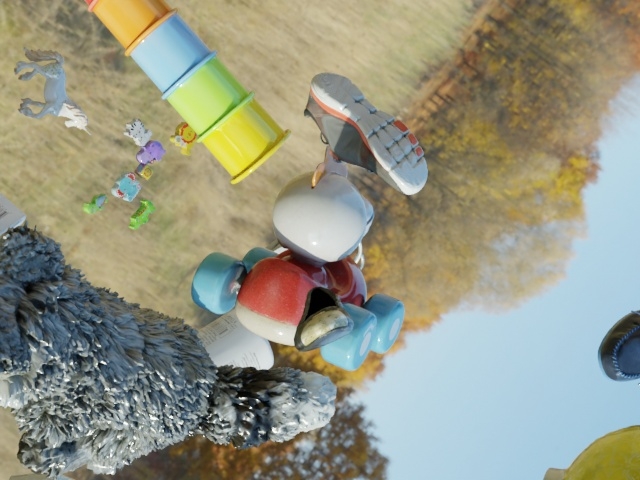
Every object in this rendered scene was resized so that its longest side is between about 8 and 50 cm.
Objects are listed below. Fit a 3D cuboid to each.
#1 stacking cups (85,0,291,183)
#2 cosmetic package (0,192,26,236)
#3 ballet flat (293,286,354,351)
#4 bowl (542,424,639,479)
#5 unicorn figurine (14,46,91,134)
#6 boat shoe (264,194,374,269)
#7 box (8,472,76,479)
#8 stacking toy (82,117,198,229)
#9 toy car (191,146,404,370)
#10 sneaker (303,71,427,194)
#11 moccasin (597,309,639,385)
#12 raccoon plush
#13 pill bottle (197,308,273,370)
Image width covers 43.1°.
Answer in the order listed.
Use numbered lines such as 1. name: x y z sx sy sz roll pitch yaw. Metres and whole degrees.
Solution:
1. stacking cups: -0.175 -0.207 0.923 0.096 0.316 0.096 -42 -168 11
2. cosmetic package: -0.670 -0.061 1.248 0.284 0.377 0.097 -45 -175 40
3. ballet flat: -0.003 0.072 0.760 0.057 0.049 0.173 -22 179 -2
4. bowl: 0.369 0.371 1.056 0.289 0.156 0.289 -21 114 -61
5. unicorn figurine: -0.458 -0.246 1.384 0.060 0.111 0.162 -115 -157 -62
6. boat shoe: -0.001 0.050 1.401 0.367 0.156 0.136 -32 -168 48
7. box: -0.447 0.518 1.461 0.149 0.232 0.126 -16 -130 37
8. stacking toy: -0.338 -0.130 1.495 0.167 0.052 0.221 13 -114 42
9. toy car: 0.000 0.000 0.984 0.210 0.219 0.238 -7 116 -66
10. sneaker: 0.042 -0.097 0.808 0.061 0.158 0.065 -23 156 -40
11. moccasin: 0.684 0.170 1.556 0.342 0.137 0.117 -24 -176 -23
12. raccoon plush: -0.192 0.107 0.914 0.299 0.446 0.216 105 -25 -57
13. pill bottle: -0.211 0.233 1.464 0.229 0.131 0.131 -31 170 -23
